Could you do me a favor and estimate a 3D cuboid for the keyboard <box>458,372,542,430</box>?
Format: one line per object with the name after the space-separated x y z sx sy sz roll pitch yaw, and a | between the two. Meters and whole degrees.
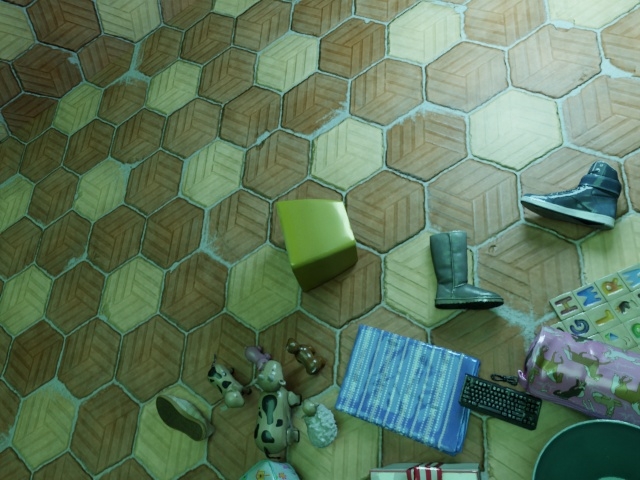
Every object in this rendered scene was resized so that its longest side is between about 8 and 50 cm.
0.432 0.370 1.109 0.180 0.023 0.108 17 73 12 | keyboard

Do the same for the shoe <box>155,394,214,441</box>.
-0.403 0.521 1.372 0.219 0.058 0.077 21 99 30 | shoe

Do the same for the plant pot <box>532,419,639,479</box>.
0.582 0.523 0.902 0.290 0.195 0.290 -17 51 23 | plant pot

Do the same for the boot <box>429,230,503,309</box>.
0.386 0.076 1.241 0.189 0.076 0.209 0 63 18 | boot

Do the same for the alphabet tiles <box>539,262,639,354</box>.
0.722 0.220 1.085 0.342 0.011 0.285 -26 64 10 | alphabet tiles

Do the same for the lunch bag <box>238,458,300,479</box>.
-0.127 0.703 1.135 0.224 0.108 0.279 -47 45 11 | lunch bag

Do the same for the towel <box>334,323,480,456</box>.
0.220 0.375 1.199 0.336 0.040 0.243 12 74 24 | towel

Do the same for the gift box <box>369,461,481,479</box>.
0.221 0.612 0.984 0.276 0.258 0.255 -13 66 14 | gift box

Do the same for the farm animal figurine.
-0.146 0.415 1.244 0.330 0.172 0.327 -21 64 12 | farm animal figurine

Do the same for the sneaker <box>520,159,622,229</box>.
0.648 -0.132 1.196 0.226 0.086 0.163 16 87 15 | sneaker

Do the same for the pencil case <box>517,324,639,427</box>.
0.635 0.317 0.989 0.386 0.167 0.160 19 111 26 | pencil case

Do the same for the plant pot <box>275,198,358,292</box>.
0.000 0.000 1.341 0.187 0.212 0.212 -15 65 1 | plant pot
